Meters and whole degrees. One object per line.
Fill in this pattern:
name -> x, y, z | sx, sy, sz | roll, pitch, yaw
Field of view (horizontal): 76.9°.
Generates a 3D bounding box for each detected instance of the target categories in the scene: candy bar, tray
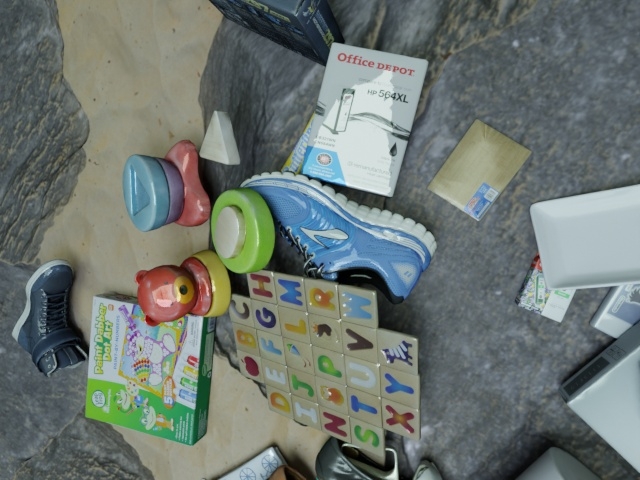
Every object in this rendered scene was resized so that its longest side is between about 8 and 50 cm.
candy bar -> -0.023, -0.167, 0.697 | 0.040, 0.018, 0.161 | 34, 100, 12
tray -> 0.435, -0.009, 0.528 | 0.271, 0.030, 0.145 | -10, 58, 25

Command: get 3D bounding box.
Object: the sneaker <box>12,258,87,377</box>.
sneaker -> -0.521, 0.164, 0.806 | 0.163, 0.086, 0.226 | 39, 112, 22

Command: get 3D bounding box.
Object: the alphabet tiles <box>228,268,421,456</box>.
alphabet tiles -> -0.010, 0.187, 0.634 | 0.343, 0.011, 0.284 | 7, 113, 32

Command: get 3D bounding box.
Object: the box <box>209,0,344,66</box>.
box -> -0.089, -0.369, 0.622 | 0.233, 0.183, 0.059 | 31, 100, 13

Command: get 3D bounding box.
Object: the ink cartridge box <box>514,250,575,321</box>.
ink cartridge box -> 0.343, 0.055, 0.596 | 0.063, 0.029, 0.115 | 22, 98, 14

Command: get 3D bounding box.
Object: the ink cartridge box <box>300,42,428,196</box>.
ink cartridge box -> 0.066, -0.181, 0.628 | 0.148, 0.086, 0.203 | 14, 96, 7

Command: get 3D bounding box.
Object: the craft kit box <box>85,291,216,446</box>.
craft kit box -> -0.332, 0.241, 0.783 | 0.247, 0.061, 0.249 | 6, 94, 18

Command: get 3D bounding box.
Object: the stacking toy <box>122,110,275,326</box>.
stacking toy -> -0.223, -0.033, 0.637 | 0.280, 0.130, 0.308 | -33, 75, 43

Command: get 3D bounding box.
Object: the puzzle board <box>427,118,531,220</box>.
puzzle board -> 0.244, -0.108, 0.628 | 0.096, 0.011, 0.128 | 36, 102, 10

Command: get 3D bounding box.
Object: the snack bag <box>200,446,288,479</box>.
snack bag -> -0.134, 0.591, 0.749 | 0.343, 0.037, 0.323 | -34, 84, 15

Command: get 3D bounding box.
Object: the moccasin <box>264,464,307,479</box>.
moccasin -> 0.053, 0.515, 0.633 | 0.380, 0.139, 0.147 | 40, 93, 16

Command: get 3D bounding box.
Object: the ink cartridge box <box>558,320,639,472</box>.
ink cartridge box -> 0.510, 0.203, 0.519 | 0.239, 0.060, 0.275 | 44, 103, 11

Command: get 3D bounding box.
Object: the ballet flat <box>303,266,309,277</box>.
ballet flat -> -0.018, 0.102, 0.688 | 0.057, 0.052, 0.168 | 20, 97, 13

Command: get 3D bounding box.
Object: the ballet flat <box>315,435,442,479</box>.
ballet flat -> 0.126, 0.391, 0.642 | 0.281, 0.095, 0.096 | 18, 85, 14

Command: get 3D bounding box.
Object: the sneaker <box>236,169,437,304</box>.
sneaker -> 0.000, 0.000, 0.622 | 0.330, 0.129, 0.147 | 21, 76, 14

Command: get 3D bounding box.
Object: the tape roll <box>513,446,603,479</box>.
tape roll -> 0.334, 0.421, 0.504 | 0.246, 0.246, 0.169 | 41, 101, 11

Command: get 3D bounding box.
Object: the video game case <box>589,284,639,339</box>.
video game case -> 0.516, 0.077, 0.552 | 0.184, 0.023, 0.201 | 28, 99, 13
